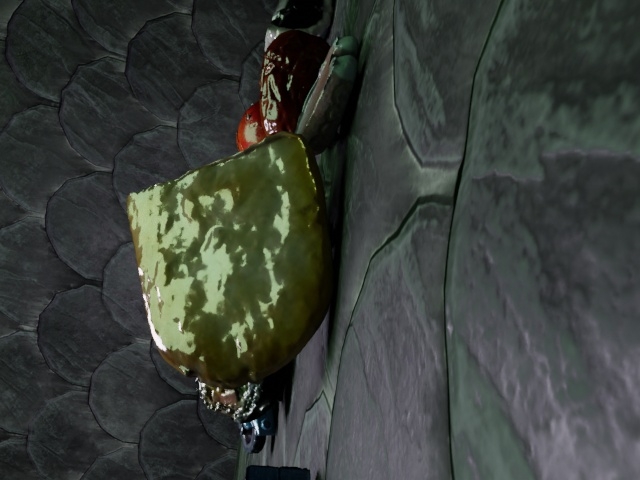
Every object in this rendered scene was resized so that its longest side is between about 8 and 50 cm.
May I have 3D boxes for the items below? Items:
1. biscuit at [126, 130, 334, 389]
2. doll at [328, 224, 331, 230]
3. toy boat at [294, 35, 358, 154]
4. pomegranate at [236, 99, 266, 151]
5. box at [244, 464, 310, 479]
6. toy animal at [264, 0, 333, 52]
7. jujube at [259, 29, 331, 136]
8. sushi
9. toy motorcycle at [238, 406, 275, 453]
[{"bbox_3d":[-0.159,0.039,1.019,0.104,0.429,0.446,23,-132,-62],"label":"biscuit"},{"bbox_3d":[-0.007,-0.006,1.038,0.061,0.051,0.093,-48,26,22],"label":"doll"},{"bbox_3d":[0.024,-0.251,1.018,0.155,0.085,0.227,-87,21,-47],"label":"toy boat"},{"bbox_3d":[-0.113,-0.263,1.474,0.210,0.210,0.235,-93,-11,-52],"label":"pomegranate"},{"bbox_3d":[-0.080,0.534,0.823,0.261,0.116,0.279,-99,19,-60],"label":"box"},{"bbox_3d":[-0.052,-0.586,1.512,0.204,0.155,0.208,118,175,-76],"label":"toy animal"},{"bbox_3d":[-0.047,-0.313,1.174,0.174,0.174,0.251,-128,40,-78],"label":"jujube"},{"bbox_3d":[-0.179,0.330,1.416,0.238,0.225,0.218,-43,-12,12],"label":"sushi"},{"bbox_3d":[-0.199,0.389,1.613,0.232,0.172,0.416,-55,35,42],"label":"toy motorcycle"}]
